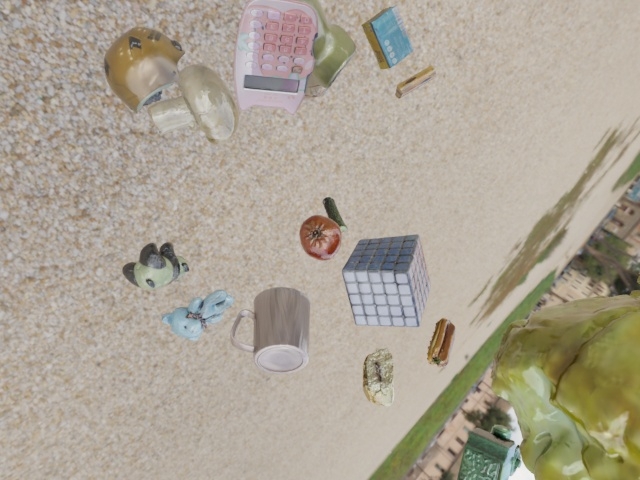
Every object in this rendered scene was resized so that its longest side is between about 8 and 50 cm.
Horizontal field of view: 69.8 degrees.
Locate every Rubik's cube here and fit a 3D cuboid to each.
[{"bbox_3d":[0.232,0.137,1.586,0.237,0.236,0.238,-53,134,-52],"label":"Rubik's cube"}]

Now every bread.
[{"bbox_3d":[0.146,0.351,1.167,0.125,0.082,0.106,-87,178,-48],"label":"bread"}]

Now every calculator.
[{"bbox_3d":[-0.121,-0.493,1.228,0.219,0.048,0.330,1,138,-17],"label":"calculator"}]

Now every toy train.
[{"bbox_3d":[0.518,0.735,1.442,0.238,0.166,0.300,17,85,-52],"label":"toy train"}]

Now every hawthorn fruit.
[{"bbox_3d":[0.000,0.000,1.701,0.165,0.165,0.285,-47,176,-7],"label":"hawthorn fruit"}]

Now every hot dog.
[{"bbox_3d":[0.369,0.316,1.409,0.055,0.072,0.188,-38,-168,45],"label":"hot dog"}]

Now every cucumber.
[{"bbox_3d":[0.054,-0.102,1.873,0.058,0.187,0.058,-12,138,-11],"label":"cucumber"}]

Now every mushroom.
[{"bbox_3d":[-0.442,-0.451,1.613,0.289,0.293,0.293,-29,153,-5],"label":"mushroom"}]

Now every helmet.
[{"bbox_3d":[-0.435,-0.428,1.097,0.198,0.225,0.130,-28,141,17],"label":"helmet"}]

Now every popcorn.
[{"bbox_3d":[0.268,0.140,0.407,0.221,0.204,0.184,-106,-168,-79],"label":"popcorn"}]

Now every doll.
[{"bbox_3d":[-0.291,0.188,1.118,0.179,0.075,0.120,-27,128,20],"label":"doll"},{"bbox_3d":[-0.543,0.094,1.543,0.143,0.135,0.234,-41,175,13],"label":"doll"}]

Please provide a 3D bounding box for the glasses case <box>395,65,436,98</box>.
[{"bbox_3d":[0.379,-0.626,1.829,0.169,0.041,0.065,-32,165,-9],"label":"glasses case"}]

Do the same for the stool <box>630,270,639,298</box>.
[{"bbox_3d":[0.926,0.112,1.246,0.134,0.110,0.135,-14,120,-54],"label":"stool"}]

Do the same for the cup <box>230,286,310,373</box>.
[{"bbox_3d":[-0.172,0.324,1.720,0.288,0.273,0.208,26,128,-27],"label":"cup"}]

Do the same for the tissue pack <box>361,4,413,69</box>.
[{"bbox_3d":[0.227,-0.687,1.560,0.120,0.082,0.169,-39,122,-10],"label":"tissue pack"}]

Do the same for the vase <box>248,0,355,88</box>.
[{"bbox_3d":[-0.078,-0.650,1.398,0.302,0.330,0.241,18,127,-35],"label":"vase"}]

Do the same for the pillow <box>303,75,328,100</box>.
[{"bbox_3d":[-0.046,-0.666,1.881,0.067,0.270,0.174,-13,104,-31],"label":"pillow"}]
